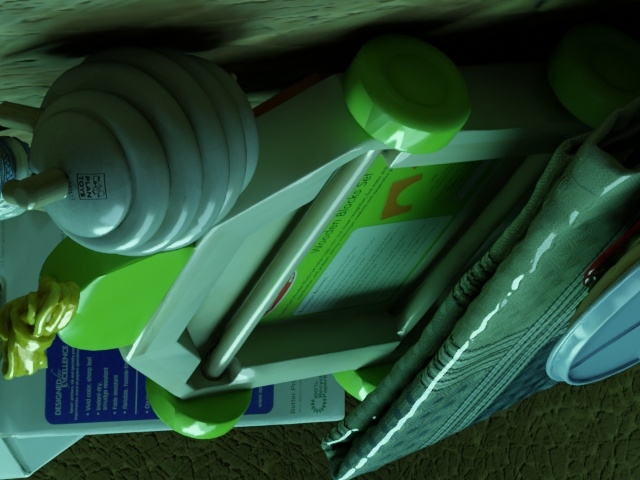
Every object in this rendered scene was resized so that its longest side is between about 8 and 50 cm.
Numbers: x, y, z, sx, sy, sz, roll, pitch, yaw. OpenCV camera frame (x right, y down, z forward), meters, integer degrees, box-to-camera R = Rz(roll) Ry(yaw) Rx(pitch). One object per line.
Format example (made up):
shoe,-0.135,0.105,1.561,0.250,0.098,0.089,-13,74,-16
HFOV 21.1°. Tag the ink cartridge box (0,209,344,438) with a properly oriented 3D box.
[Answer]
ink cartridge box,-0.125,0.055,1.242,0.332,0.165,0.065,3,179,-39

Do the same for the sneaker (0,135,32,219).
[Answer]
sneaker,-0.208,-0.026,0.836,0.135,0.052,0.058,-18,165,18

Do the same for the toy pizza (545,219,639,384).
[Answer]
toy pizza,0.180,-0.004,0.774,0.201,0.032,0.201,-31,162,-11

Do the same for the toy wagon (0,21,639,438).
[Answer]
toy wagon,0.000,0.000,0.832,0.344,0.068,0.267,-7,148,-35

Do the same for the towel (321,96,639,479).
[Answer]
towel,0.169,-0.010,0.880,0.312,0.056,0.324,-20,159,-34

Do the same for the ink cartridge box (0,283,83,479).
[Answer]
ink cartridge box,-0.258,0.088,1.384,0.223,0.129,0.307,-36,-166,-37

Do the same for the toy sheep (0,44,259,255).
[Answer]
toy sheep,-0.074,-0.034,0.667,0.091,0.091,0.132,-12,-165,39
